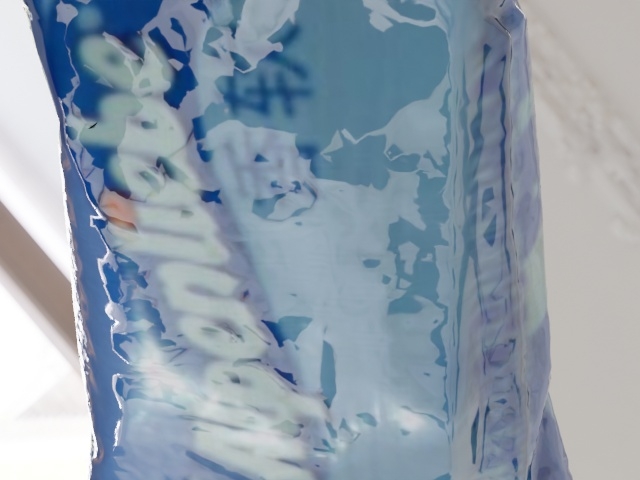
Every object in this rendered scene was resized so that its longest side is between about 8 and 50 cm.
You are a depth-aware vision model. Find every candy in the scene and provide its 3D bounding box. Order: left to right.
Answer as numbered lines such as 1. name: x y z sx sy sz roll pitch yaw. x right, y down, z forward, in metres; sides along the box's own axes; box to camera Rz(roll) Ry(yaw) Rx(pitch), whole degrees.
1. candy: 0.000 0.000 0.574 0.187 0.331 0.077 -1 -148 8
